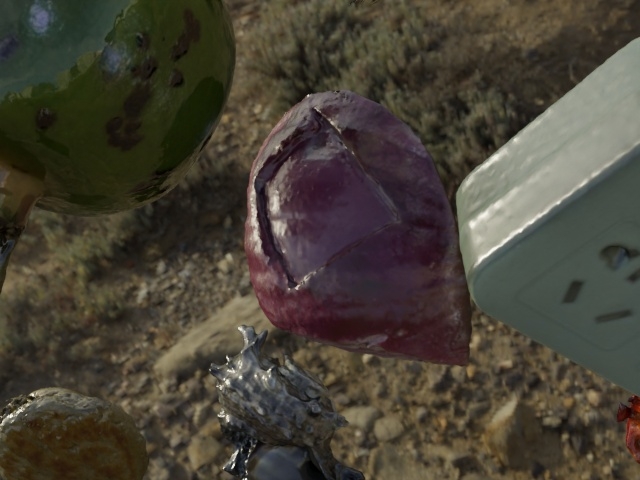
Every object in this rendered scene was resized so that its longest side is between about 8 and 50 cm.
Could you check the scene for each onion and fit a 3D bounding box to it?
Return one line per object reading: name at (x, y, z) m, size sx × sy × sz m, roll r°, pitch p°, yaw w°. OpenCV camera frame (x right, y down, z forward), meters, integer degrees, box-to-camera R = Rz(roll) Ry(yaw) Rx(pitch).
onion at (0.000, 0.000, 0.854) m, size 0.111 × 0.247 × 0.250 m, roll -22°, pitch 16°, yaw -33°

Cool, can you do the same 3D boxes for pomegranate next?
pomegranate at (-0.205, -0.122, 0.774) m, size 0.291 × 0.290 × 0.323 m, roll -4°, pitch 54°, yaw 18°

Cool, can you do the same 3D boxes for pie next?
pie at (-0.267, 0.228, 1.061) m, size 0.163 × 0.193 × 0.079 m, roll 20°, pitch 42°, yaw -1°

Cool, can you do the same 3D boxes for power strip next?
power strip at (0.232, -0.035, 0.514) m, size 0.261 × 0.230 × 0.141 m, roll -42°, pitch 33°, yaw 36°

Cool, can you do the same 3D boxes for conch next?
conch at (-0.041, 0.262, 1.386) m, size 0.186 × 0.312 × 0.241 m, roll -20°, pitch 0°, yaw -26°

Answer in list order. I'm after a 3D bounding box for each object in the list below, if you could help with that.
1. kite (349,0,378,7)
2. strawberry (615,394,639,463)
kite at (0.164, -0.437, 1.527) m, size 0.285 × 0.015 × 0.152 m, roll -36°, pitch 18°, yaw -15°
strawberry at (0.428, 0.227, 1.156) m, size 0.086 × 0.145 × 0.145 m, roll -14°, pitch 34°, yaw -36°
